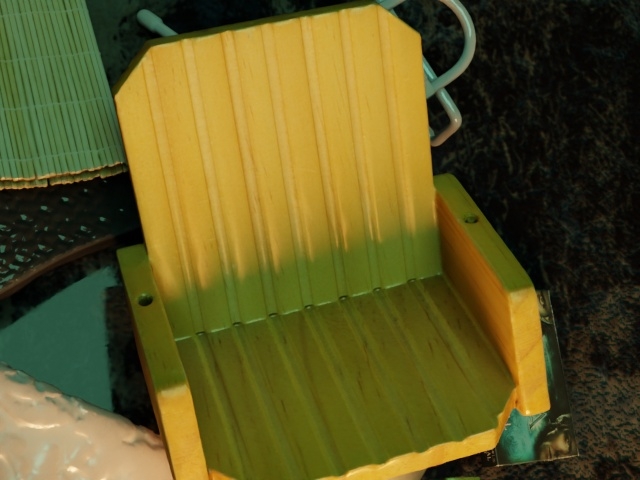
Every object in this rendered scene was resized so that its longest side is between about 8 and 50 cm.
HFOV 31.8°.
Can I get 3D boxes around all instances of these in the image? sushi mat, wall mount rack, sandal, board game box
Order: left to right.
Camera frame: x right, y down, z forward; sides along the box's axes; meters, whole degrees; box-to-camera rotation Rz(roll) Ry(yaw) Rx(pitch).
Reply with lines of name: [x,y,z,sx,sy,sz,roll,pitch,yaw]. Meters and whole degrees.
sandal: [-0.319,-0.013,1.102,0.445,0.107,0.168,-17,78,-31]
sushi mat: [-0.296,-0.179,1.125,0.151,0.019,0.317,-9,55,-18]
wall mount rack: [-0.020,-0.188,1.210,0.350,0.130,0.304,-33,89,-20]
board game box: [0.211,0.144,1.203,0.126,0.026,0.186,2,74,-36]

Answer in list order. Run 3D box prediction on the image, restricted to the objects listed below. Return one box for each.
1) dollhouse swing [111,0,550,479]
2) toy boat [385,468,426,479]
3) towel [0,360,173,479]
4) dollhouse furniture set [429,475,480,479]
dollhouse swing: [0.000,0.000,1.000,0.346,0.305,0.315,-13,38,-13]
toy boat: [0.030,0.268,1.076,0.267,0.148,0.318,-35,64,-23]
towel: [-0.313,0.267,0.987,0.331,0.053,0.317,30,73,-24]
dollhouse furniture set: [0.131,0.188,1.175,0.076,0.058,0.152,3,75,-14]
